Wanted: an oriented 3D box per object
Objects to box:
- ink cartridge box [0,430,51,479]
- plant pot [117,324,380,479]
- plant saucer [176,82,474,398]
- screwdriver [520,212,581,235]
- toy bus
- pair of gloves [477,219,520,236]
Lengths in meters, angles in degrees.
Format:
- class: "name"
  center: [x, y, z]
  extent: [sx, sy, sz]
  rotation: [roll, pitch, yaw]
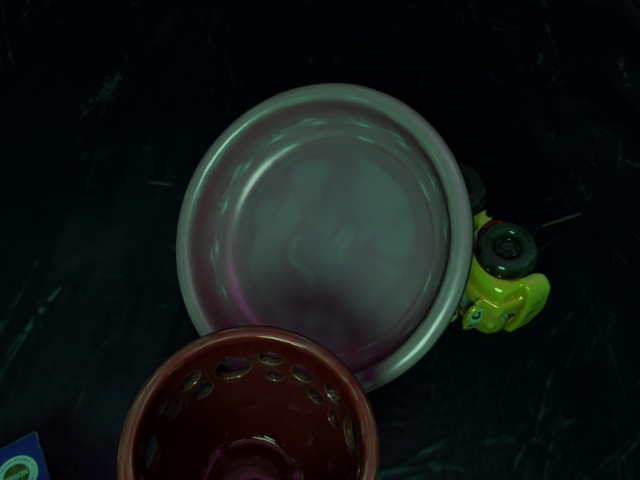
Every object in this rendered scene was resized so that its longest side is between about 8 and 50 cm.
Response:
- class: "ink cartridge box"
  center: [-0.233, 0.320, 0.351]
  extent: [0.175, 0.069, 0.371]
  rotation: [-25, 56, -21]
- class: "plant pot"
  center: [-0.059, 0.193, 0.456]
  extent: [0.191, 0.174, 0.191]
  rotation: [5, 52, -6]
- class: "plant saucer"
  center: [0.000, 0.000, 0.590]
  extent: [0.332, 0.084, 0.332]
  rotation: [-3, 82, 22]
- class: "screwdriver"
  center: [0.330, -0.021, 0.793]
  extent: [0.170, 0.025, 0.024]
  rotation: [-12, 54, -34]
- class: "toy bus"
  center: [0.124, 0.034, 0.649]
  extent: [0.211, 0.149, 0.220]
  rotation: [-27, 61, -12]
- class: "pair of gloves"
  center: [0.260, 0.003, 0.770]
  extent: [0.074, 0.010, 0.083]
  rotation: [4, 51, -6]
